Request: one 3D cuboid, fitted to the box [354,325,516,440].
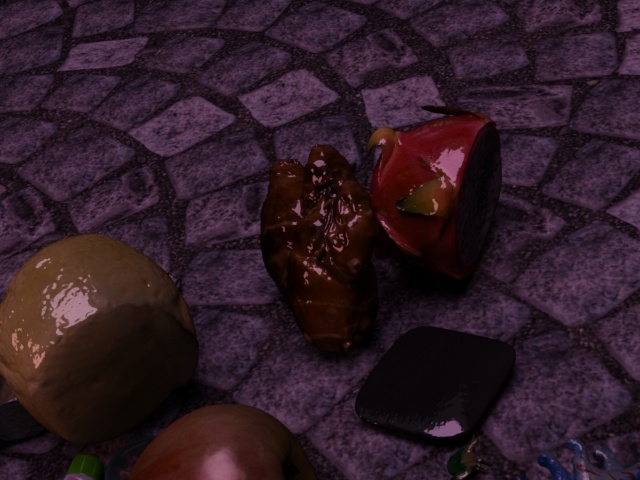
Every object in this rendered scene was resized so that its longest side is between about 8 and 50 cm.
[{"bbox_3d":[0.175,0.216,1.767,0.201,0.042,0.212,12,47,31],"label":"box"}]

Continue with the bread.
[{"bbox_3d":[-0.350,0.149,1.807,0.320,0.320,0.237,-33,43,-21],"label":"bread"}]

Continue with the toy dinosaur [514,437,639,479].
[{"bbox_3d":[0.346,0.327,1.546,0.329,0.076,0.144,-28,46,-11],"label":"toy dinosaur"}]

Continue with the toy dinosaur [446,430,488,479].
[{"bbox_3d":[0.206,0.306,1.662,0.060,0.029,0.119,-22,32,21],"label":"toy dinosaur"}]

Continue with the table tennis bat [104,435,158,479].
[{"bbox_3d":[-0.251,0.362,1.747,0.124,0.033,0.201,-30,35,-14],"label":"table tennis bat"}]

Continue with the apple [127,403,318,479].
[{"bbox_3d":[-0.127,0.349,1.542,0.234,0.256,0.256,-23,37,10],"label":"apple"}]

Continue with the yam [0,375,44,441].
[{"bbox_3d":[-0.485,0.235,1.924,0.107,0.107,0.194,-10,39,7],"label":"yam"}]

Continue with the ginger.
[{"bbox_3d":[-0.005,-0.003,1.916,0.153,0.274,0.357,-8,35,-17],"label":"ginger"}]

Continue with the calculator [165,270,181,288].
[{"bbox_3d":[-0.396,0.113,2.109,0.274,0.028,0.165,4,45,26],"label":"calculator"}]

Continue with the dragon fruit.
[{"bbox_3d":[0.184,-0.077,1.947,0.189,0.290,0.290,11,45,25],"label":"dragon fruit"}]

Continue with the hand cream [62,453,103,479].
[{"bbox_3d":[-0.377,0.437,1.694,0.079,0.050,0.275,-24,36,33],"label":"hand cream"}]
